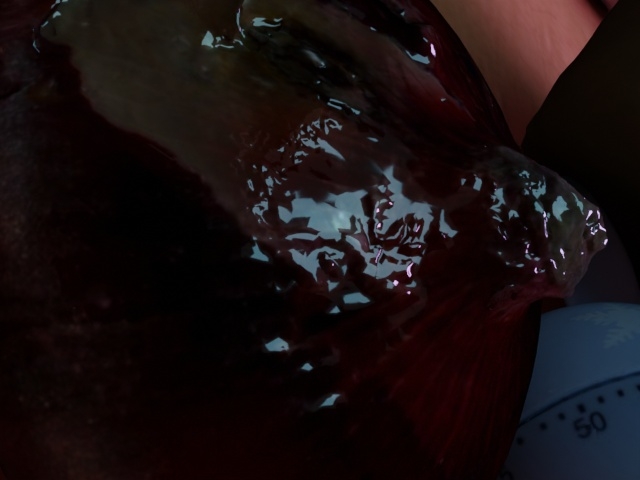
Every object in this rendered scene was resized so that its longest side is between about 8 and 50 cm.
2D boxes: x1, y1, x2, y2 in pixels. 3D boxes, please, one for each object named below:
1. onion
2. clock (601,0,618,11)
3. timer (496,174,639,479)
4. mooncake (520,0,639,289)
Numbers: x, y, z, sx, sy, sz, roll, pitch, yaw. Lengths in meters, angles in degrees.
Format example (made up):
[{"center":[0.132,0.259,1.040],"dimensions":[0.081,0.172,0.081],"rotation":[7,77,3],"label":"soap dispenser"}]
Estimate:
[{"center":[0.000,0.000,0.604],"dimensions":[0.272,0.195,0.272],"rotation":[33,47,-44],"label":"onion"},{"center":[0.276,-0.315,1.397],"dimensions":[0.080,0.275,0.290],"rotation":[43,-5,-26],"label":"clock"},{"center":[0.108,0.087,0.785],"dimensions":[0.175,0.175,0.255],"rotation":[43,3,-29],"label":"timer"},{"center":[0.343,-0.010,0.938],"dimensions":[0.467,0.262,0.467],"rotation":[42,0,0],"label":"mooncake"}]
